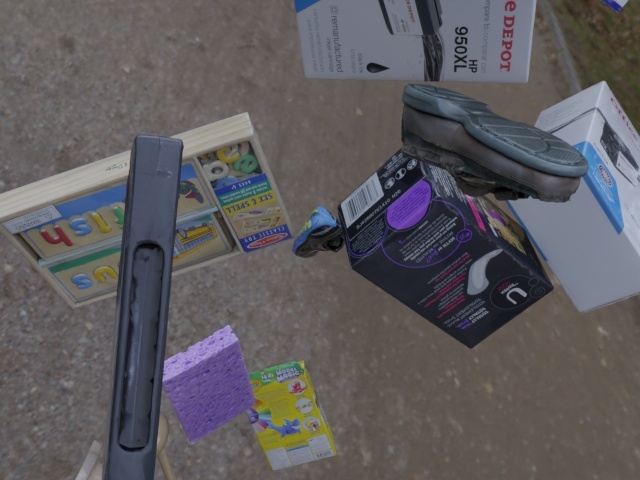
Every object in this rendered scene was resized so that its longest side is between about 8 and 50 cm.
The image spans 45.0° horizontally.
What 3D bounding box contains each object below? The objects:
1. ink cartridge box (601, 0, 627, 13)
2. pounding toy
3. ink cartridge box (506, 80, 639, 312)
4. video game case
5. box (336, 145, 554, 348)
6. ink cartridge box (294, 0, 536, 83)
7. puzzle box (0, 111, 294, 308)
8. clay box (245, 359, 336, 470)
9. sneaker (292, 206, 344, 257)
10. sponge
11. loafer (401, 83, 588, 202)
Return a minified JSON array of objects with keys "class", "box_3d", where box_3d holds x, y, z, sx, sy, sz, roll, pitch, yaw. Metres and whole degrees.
[{"class":"ink cartridge box","box_3d":[0.307,-0.391,0.632,0.176,0.371,0.069,19,25,-35]},{"class":"pounding toy","box_3d":[-0.278,0.374,1.041,0.155,0.269,0.154,28,20,-9]},{"class":"ink cartridge box","box_3d":[0.420,-0.076,1.187,0.223,0.129,0.307,53,38,-13]},{"class":"video game case","box_3d":[-0.138,0.063,0.580,0.035,0.275,0.248,5,88,-14]},{"class":"box","box_3d":[0.178,0.010,1.114,0.270,0.165,0.143,35,27,-31]},{"class":"ink cartridge box","box_3d":[0.163,-0.425,1.292,0.285,0.395,0.166,81,17,-47]},{"class":"puzzle box","box_3d":[-0.267,-0.033,1.232,0.272,0.409,0.052,70,3,-54]},{"class":"clay box","box_3d":[-0.064,0.308,1.398,0.053,0.127,0.222,-93,166,-64]},{"class":"sneaker","box_3d":[0.000,0.000,1.355,0.078,0.188,0.067,31,71,-2]},{"class":"sponge","box_3d":[-0.160,0.211,1.109,0.031,0.117,0.210,50,-20,31]},{"class":"loafer","box_3d":[0.154,-0.081,0.740,0.096,0.084,0.267,4,23,-23]}]
